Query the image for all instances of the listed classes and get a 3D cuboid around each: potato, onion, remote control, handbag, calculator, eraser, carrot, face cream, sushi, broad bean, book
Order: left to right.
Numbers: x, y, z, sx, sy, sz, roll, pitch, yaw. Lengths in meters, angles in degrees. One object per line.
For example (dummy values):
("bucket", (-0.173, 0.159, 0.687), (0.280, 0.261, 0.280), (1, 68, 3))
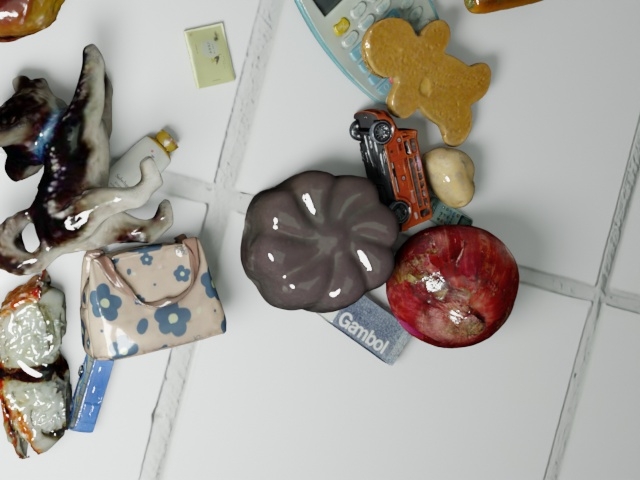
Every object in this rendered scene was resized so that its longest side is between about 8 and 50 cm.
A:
("broad bean", (-0.497, -0.432, 1.430), (0.156, 0.122, 0.228), (28, 78, 0))
("sushi", (-0.501, 0.215, 1.515), (0.130, 0.124, 0.332), (-7, 102, -13))
("face cream", (-0.339, -0.128, 1.579), (0.182, 0.051, 0.072), (-46, 109, -13))
("handbag", (-0.311, 0.098, 1.556), (0.251, 0.190, 0.193), (-11, 95, -21))
("book", (-0.209, -0.348, 1.628), (0.077, 0.014, 0.111), (-17, 104, -22))
("eraser", (0.093, 0.172, 1.821), (0.212, 0.046, 0.092), (38, 80, -24))
("calculator", (0.100, -0.457, 1.733), (0.256, 0.054, 0.386), (-47, 114, -12))
("remote control", (0.280, -0.050, 1.890), (0.124, 0.018, 0.053), (29, 86, -25))
("potato", (0.276, -0.137, 1.832), (0.112, 0.112, 0.147), (-41, 117, -14))
("onion", (0.272, 0.098, 1.782), (0.276, 0.276, 0.276), (-4, 99, -24))
("carrot", (0.401, -0.528, 1.853), (0.225, 0.067, 0.067), (-15, 103, -24))

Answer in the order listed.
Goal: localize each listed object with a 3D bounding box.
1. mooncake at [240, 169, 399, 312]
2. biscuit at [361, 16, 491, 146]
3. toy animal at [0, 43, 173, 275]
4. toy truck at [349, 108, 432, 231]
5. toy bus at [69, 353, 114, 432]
("mooncake", (0.000, 0.000, 1.678), (0.306, 0.154, 0.306), (2, 84, -19))
("biscuit", (0.209, -0.344, 1.767), (0.339, 0.047, 0.216), (22, 92, -34))
("toy animal", (-0.444, -0.127, 1.439), (0.302, 0.194, 0.344), (-26, 80, -14))
("toy truck", (0.148, -0.151, 1.768), (0.114, 0.107, 0.253), (-19, 106, -22))
("toy bus", (-0.427, 0.281, 1.592), (0.051, 0.061, 0.153), (17, 88, -31))
